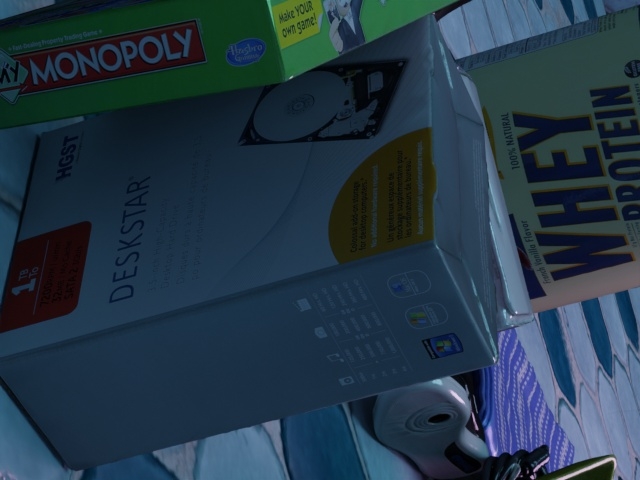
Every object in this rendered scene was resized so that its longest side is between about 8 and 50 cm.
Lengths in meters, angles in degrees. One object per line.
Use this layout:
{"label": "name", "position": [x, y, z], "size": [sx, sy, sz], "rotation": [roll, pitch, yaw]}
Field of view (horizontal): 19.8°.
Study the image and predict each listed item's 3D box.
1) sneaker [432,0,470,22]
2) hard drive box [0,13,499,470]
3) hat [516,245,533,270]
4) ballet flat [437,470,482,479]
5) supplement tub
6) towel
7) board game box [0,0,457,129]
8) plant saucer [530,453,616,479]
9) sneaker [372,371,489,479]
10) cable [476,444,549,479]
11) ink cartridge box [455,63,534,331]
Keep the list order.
{"label": "sneaker", "position": [0.035, -0.153, 1.284], "size": [0.109, 0.286, 0.130], "rotation": [29, 61, -19]}
{"label": "hard drive box", "position": [-0.035, 0.001, 0.938], "size": [0.181, 0.232, 0.089], "rotation": [-89, 156, -47]}
{"label": "hat", "position": [0.014, -0.065, 1.242], "size": [0.208, 0.184, 0.173], "rotation": [40, 37, -62]}
{"label": "ballet flat", "position": [0.148, 0.257, 1.621], "size": [0.057, 0.049, 0.173], "rotation": [-69, 140, -63]}
{"label": "supplement tub", "position": [0.199, -0.060, 1.594], "size": [0.235, 0.325, 0.235], "rotation": [-16, 90, -74]}
{"label": "towel", "position": [0.216, 0.207, 1.912], "size": [0.243, 0.040, 0.336], "rotation": [-86, 155, -47]}
{"label": "board game box", "position": [-0.048, -0.116, 0.929], "size": [0.317, 0.213, 0.046], "rotation": [-34, 113, -61]}
{"label": "plant saucer", "position": [0.160, 0.270, 1.486], "size": [0.188, 0.045, 0.188], "rotation": [-10, 114, -52]}
{"label": "sneaker", "position": [0.081, 0.111, 1.508], "size": [0.217, 0.079, 0.121], "rotation": [61, 16, -62]}
{"label": "cable", "position": [0.159, 0.269, 1.557], "size": [0.150, 0.047, 0.184], "rotation": [-21, 119, -57]}
{"label": "ink cartridge box", "position": [0.000, 0.000, 1.075], "size": [0.092, 0.218, 0.158], "rotation": [3, 72, -73]}
